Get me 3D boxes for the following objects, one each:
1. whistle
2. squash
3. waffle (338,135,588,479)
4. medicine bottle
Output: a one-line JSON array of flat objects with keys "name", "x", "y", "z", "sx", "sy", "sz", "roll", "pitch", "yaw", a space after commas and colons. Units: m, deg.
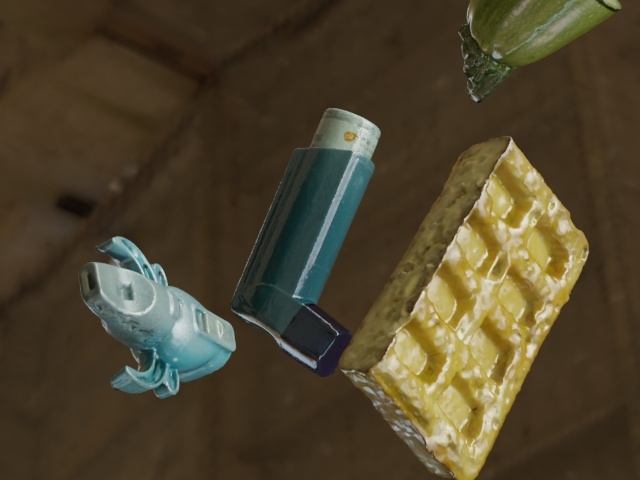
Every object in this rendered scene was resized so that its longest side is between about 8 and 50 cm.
[{"name": "whistle", "x": -0.185, "y": 0.094, "z": 2.252, "sx": 0.093, "sy": 0.274, "sz": 0.186, "roll": -23, "pitch": -122, "yaw": 22}, {"name": "squash", "x": 0.138, "y": -0.160, "z": 1.448, "sx": 0.132, "sy": 0.105, "sz": 0.105, "roll": -46, "pitch": -144, "yaw": 21}, {"name": "waffle", "x": 0.131, "y": 0.060, "z": 1.729, "sx": 0.057, "sy": 0.168, "sz": 0.274, "roll": 2, "pitch": -128, "yaw": 45}, {"name": "medicine bottle", "x": 0.000, "y": 0.000, "z": 1.975, "sx": 0.124, "sy": 0.079, "sz": 0.258, "roll": 17, "pitch": -100, "yaw": 17}]
